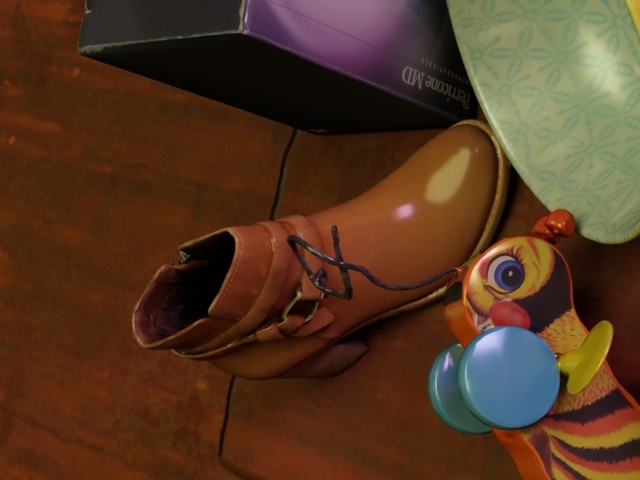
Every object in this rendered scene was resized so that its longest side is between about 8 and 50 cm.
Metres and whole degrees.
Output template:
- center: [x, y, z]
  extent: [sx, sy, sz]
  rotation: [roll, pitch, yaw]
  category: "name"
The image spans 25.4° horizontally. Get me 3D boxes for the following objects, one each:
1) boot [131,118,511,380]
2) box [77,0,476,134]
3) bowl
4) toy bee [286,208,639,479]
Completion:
- center: [0.000, 0.000, 1.102]
  extent: [0.283, 0.220, 0.109]
  rotation: [-43, 57, 24]
  category: "boot"
- center: [-0.009, -0.255, 1.117]
  extent: [0.182, 0.296, 0.294]
  rotation: [2, 83, 39]
  category: "box"
- center: [0.216, -0.159, 0.981]
  extent: [0.156, 0.289, 0.289]
  rotation: [-22, 59, -12]
  category: "bowl"
- center: [0.146, 0.063, 0.994]
  extent: [0.162, 0.298, 0.195]
  rotation: [-43, 22, -14]
  category: "toy bee"
